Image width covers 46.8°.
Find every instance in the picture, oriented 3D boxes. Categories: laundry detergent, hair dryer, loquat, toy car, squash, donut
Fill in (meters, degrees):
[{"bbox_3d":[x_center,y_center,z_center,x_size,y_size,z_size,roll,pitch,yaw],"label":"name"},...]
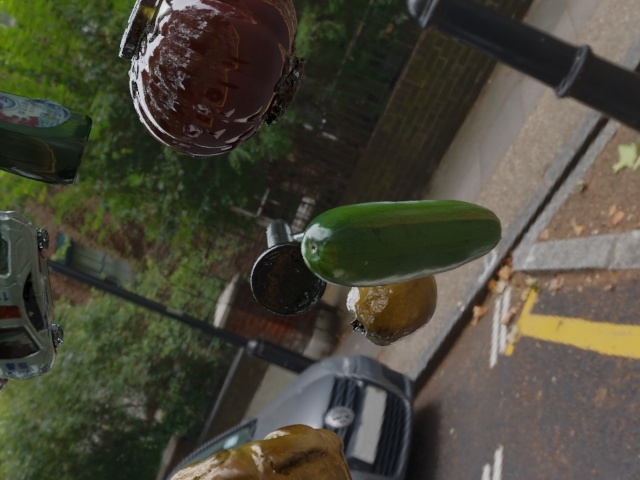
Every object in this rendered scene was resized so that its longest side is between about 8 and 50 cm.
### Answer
[{"bbox_3d":[-0.332,-0.120,0.713,0.137,0.211,0.063,-108,38,-60],"label":"laundry detergent"},{"bbox_3d":[-0.005,-0.008,1.602,0.284,0.155,0.320,-27,21,13],"label":"hair dryer"},{"bbox_3d":[0.156,0.129,1.602,0.234,0.187,0.176,-38,20,-22],"label":"loquat"},{"bbox_3d":[-0.337,0.065,0.796,0.056,0.095,0.205,-107,16,-69],"label":"toy car"},{"bbox_3d":[0.085,0.000,0.748,0.292,0.082,0.082,-6,-50,-46],"label":"squash"},{"bbox_3d":[-0.072,0.259,0.713,0.114,0.227,0.226,66,157,19],"label":"donut"}]

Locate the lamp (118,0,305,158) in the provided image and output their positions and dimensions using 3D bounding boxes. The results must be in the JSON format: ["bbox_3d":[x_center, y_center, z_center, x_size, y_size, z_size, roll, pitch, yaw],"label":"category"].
[{"bbox_3d":[-0.161,-0.274,1.103,0.303,0.257,0.303,-52,26,37],"label":"lamp"}]

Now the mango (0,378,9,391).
[{"bbox_3d":[-0.697,0.243,1.359,0.365,0.182,0.253,-45,-10,-11],"label":"mango"}]
